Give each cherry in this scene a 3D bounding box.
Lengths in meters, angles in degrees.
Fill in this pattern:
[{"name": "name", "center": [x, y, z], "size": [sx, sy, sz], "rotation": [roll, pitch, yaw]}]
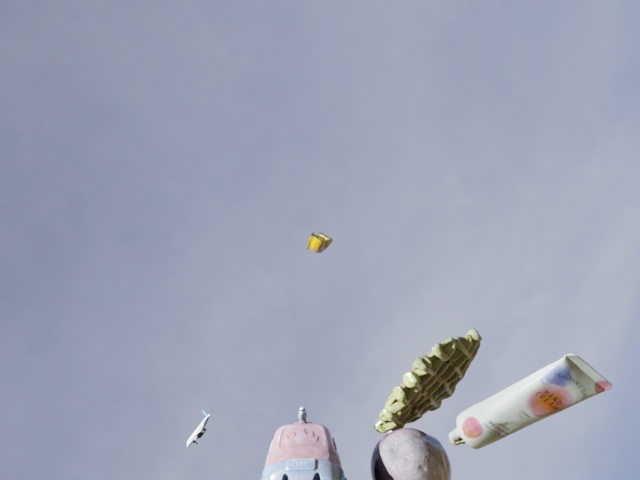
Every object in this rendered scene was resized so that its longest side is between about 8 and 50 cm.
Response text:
[{"name": "cherry", "center": [0.213, 0.542, 1.824], "size": [0.184, 0.265, 0.213], "rotation": [-30, -40, 22]}]

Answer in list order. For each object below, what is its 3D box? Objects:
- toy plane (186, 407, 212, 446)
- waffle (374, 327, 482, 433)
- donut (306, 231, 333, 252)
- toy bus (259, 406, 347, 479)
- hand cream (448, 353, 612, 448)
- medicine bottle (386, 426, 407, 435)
[{"name": "toy plane", "center": [-0.226, 0.355, 1.466], "size": [0.078, 0.024, 0.084], "rotation": [-60, -5, -78]}, {"name": "waffle", "center": [0.267, 0.341, 1.882], "size": [0.292, 0.056, 0.309], "rotation": [-15, -41, -41]}, {"name": "donut", "center": [0.000, 0.000, 1.759], "size": [0.067, 0.038, 0.083], "rotation": [-49, -12, -23]}, {"name": "toy bus", "center": [-0.035, 0.545, 1.790], "size": [0.198, 0.231, 0.294], "rotation": [-3, -48, 2]}, {"name": "hand cream", "center": [0.387, 0.325, 1.517], "size": [0.124, 0.077, 0.341], "rotation": [39, -54, -21]}, {"name": "medicine bottle", "center": [0.215, 0.568, 2.228], "size": [0.057, 0.057, 0.089], "rotation": [-24, -28, -29]}]
